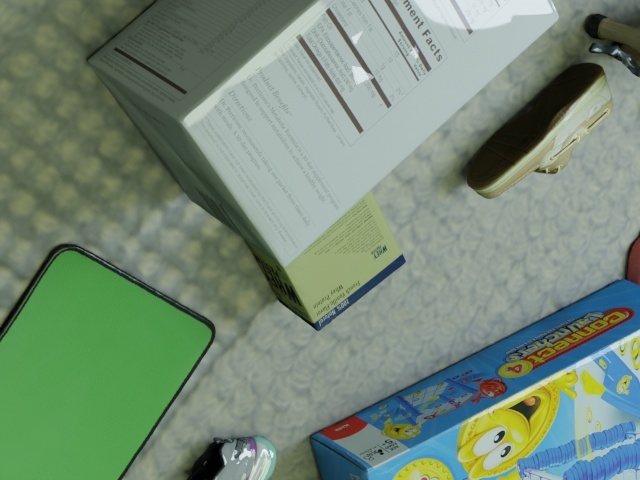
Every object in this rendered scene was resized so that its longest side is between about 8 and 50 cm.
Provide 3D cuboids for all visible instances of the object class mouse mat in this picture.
[{"bbox_3d":[-0.170,0.107,1.267,0.152,0.007,0.189,33,92,-39],"label":"mouse mat"}]

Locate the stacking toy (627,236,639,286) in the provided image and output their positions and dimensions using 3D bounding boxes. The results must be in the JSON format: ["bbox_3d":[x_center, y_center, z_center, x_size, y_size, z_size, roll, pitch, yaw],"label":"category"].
[{"bbox_3d":[0.405,-0.023,1.510,0.309,0.130,0.279,-25,123,-23],"label":"stacking toy"}]

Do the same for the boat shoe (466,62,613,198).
[{"bbox_3d":[0.166,-0.072,1.378,0.135,0.050,0.045,-42,123,-11],"label":"boat shoe"}]

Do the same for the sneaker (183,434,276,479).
[{"bbox_3d":[-0.075,0.186,1.349,0.069,0.038,0.098,7,98,-34],"label":"sneaker"}]

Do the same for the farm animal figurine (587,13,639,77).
[{"bbox_3d":[0.384,-0.229,1.371,0.327,0.172,0.330,14,103,-37],"label":"farm animal figurine"}]

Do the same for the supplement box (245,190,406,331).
[{"bbox_3d":[0.000,0.000,1.297,0.083,0.056,0.083,-38,127,-13],"label":"supplement box"}]

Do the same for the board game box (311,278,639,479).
[{"bbox_3d":[0.174,0.232,1.470,0.302,0.086,0.308,-25,113,-22],"label":"board game box"}]

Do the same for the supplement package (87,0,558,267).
[{"bbox_3d":[0.004,-0.127,1.187,0.244,0.139,0.134,-42,127,-10],"label":"supplement package"}]
